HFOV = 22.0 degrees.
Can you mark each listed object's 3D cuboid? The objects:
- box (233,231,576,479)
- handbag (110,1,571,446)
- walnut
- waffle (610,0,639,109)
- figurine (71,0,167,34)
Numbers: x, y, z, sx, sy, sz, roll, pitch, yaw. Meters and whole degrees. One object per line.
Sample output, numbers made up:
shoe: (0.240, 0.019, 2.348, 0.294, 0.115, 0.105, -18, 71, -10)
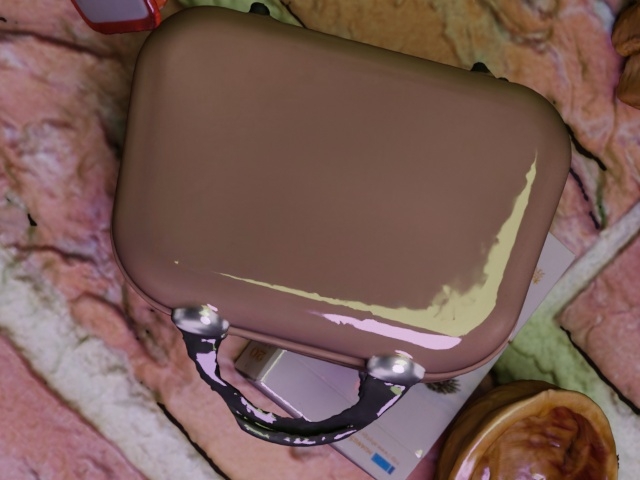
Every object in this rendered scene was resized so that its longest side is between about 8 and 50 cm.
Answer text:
box: (0.066, 0.054, 1.249, 0.149, 0.067, 0.233, 40, 84, -17)
handbag: (0.000, 0.000, 1.126, 0.302, 0.149, 0.283, 14, 82, -2)
walnut: (0.146, 0.190, 1.281, 0.167, 0.087, 0.211, -8, 116, -26)
waffle: (0.411, -0.143, 1.253, 0.328, 0.224, 0.098, 4, 88, -19)
figurine: (-0.088, -0.275, 1.113, 0.226, 0.160, 0.183, -35, 109, -19)
